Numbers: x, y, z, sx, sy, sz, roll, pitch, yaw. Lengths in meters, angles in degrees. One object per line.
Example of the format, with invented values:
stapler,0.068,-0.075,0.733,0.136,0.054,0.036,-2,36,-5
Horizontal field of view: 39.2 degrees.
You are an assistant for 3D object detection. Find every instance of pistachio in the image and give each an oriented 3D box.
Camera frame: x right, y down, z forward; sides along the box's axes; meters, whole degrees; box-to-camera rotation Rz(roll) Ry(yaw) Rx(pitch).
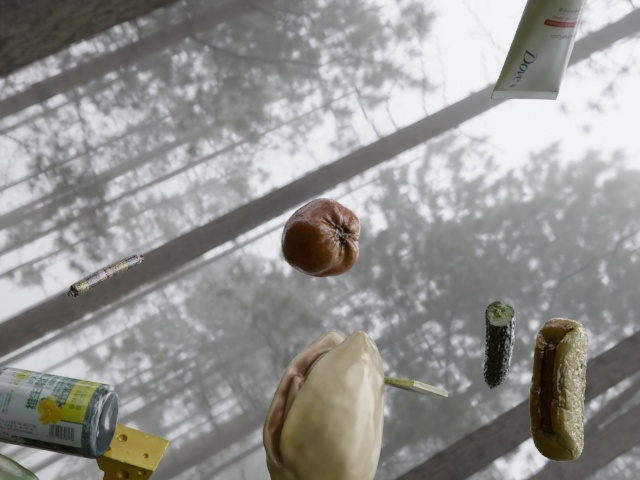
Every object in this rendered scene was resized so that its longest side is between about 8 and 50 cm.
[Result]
pistachio,0.018,0.301,1.475,0.214,0.318,0.193,31,-21,-35

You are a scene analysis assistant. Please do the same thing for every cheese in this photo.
cheese,-0.380,0.467,1.779,0.093,0.126,0.171,-69,174,-58

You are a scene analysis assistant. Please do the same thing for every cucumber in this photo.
cucumber,0.422,0.260,2.141,0.072,0.072,0.300,50,-21,38

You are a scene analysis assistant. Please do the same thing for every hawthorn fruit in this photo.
hawthorn fruit,0.000,0.000,1.971,0.189,0.189,0.189,55,-18,27

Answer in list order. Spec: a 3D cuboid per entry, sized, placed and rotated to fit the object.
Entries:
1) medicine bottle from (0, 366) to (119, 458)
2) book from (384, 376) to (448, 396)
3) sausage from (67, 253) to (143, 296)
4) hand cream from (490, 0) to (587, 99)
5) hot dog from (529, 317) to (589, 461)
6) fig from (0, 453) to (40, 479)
medicine bottle,-0.539,0.318,1.688,0.141,0.293,0.141,8,90,-83
book,0.158,0.253,1.555,0.111,0.077,0.014,-5,-113,60
sausage,-0.400,0.063,1.685,0.028,0.198,0.025,43,-53,13
hand cream,0.356,-0.332,1.422,0.083,0.133,0.248,-120,-147,-50
hot dog,0.399,0.253,1.525,0.084,0.073,0.243,1,-95,48
fig,-0.520,0.414,1.392,0.181,0.191,0.181,-171,-90,-66
